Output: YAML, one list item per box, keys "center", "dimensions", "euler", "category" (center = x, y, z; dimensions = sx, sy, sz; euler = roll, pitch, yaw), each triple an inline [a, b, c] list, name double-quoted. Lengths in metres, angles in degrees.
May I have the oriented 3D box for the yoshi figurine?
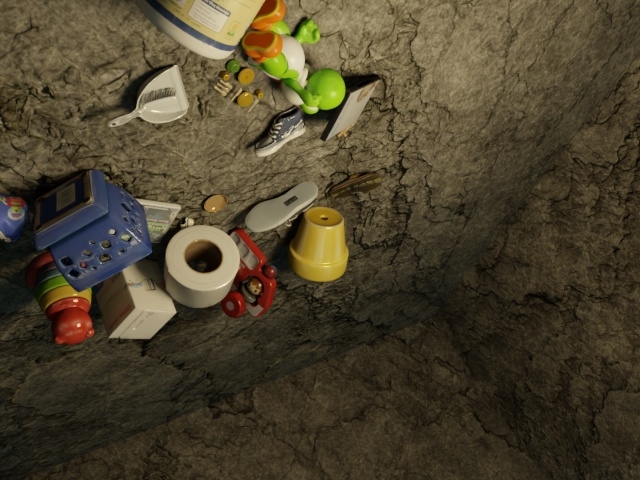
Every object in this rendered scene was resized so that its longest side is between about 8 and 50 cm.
- center: [-0.045, -0.462, 1.272]
  dimensions: [0.203, 0.203, 0.362]
  euler: [-43, 152, 6]
  category: "yoshi figurine"

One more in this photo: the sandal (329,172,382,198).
- center: [0.139, -0.230, 1.923]
  dimensions: [0.219, 0.060, 0.090]
  euler: [-18, 145, 5]
  category: "sandal"

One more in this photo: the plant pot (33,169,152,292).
- center: [-0.630, -0.042, 1.303]
  dimensions: [0.236, 0.236, 0.212]
  euler: [-30, 135, -2]
  category: "plant pot"

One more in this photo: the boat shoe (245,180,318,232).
- center: [-0.142, -0.111, 1.782]
  dimensions: [0.306, 0.113, 0.105]
  euler: [-38, 160, -22]
  category: "boat shoe"

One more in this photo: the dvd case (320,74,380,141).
- center: [0.097, -0.420, 1.507]
  dimensions: [0.253, 0.022, 0.180]
  euler: [-44, 170, -52]
  category: "dvd case"

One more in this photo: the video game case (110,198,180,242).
- center: [-0.572, -0.061, 1.540]
  dimensions: [0.190, 0.022, 0.173]
  euler: [5, 134, -47]
  category: "video game case"

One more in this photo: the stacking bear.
- center: [-0.772, 0.185, 1.449]
  dimensions: [0.175, 0.289, 0.164]
  euler: [-6, 141, -38]
  category: "stacking bear"

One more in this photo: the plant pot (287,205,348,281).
- center: [0.000, 0.000, 1.966]
  dimensions: [0.254, 0.254, 0.239]
  euler: [-13, 129, -30]
  category: "plant pot"

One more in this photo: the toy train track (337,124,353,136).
- center: [0.091, -0.394, 1.672]
  dimensions: [0.083, 0.014, 0.048]
  euler: [-40, 143, 3]
  category: "toy train track"

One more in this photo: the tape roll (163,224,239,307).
- center: [-0.413, 0.091, 1.651]
  dimensions: [0.246, 0.246, 0.169]
  euler: [-15, 158, -28]
  category: "tape roll"

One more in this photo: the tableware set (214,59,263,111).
- center: [-0.218, -0.430, 1.323]
  dimensions: [0.104, 0.024, 0.154]
  euler: [-45, 147, 16]
  category: "tableware set"

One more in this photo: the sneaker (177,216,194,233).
- center: [-0.473, -0.050, 1.648]
  dimensions: [0.037, 0.032, 0.083]
  euler: [30, 116, -35]
  category: "sneaker"

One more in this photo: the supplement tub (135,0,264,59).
- center: [-0.201, -0.554, 0.944]
  dimensions: [0.228, 0.228, 0.316]
  euler: [9, 131, -49]
  category: "supplement tub"

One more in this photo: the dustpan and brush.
- center: [-0.438, -0.341, 1.209]
  dimensions: [0.211, 0.060, 0.147]
  euler: [-24, 149, -15]
  category: "dustpan and brush"

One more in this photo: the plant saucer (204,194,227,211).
- center: [-0.360, -0.131, 1.638]
  dimensions: [0.083, 0.015, 0.083]
  euler: [-23, 149, -15]
  category: "plant saucer"

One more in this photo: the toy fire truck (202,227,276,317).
- center: [-0.289, 0.134, 1.830]
  dimensions: [0.254, 0.302, 0.169]
  euler: [-47, 168, 32]
  category: "toy fire truck"

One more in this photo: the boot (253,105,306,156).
- center: [-0.136, -0.343, 1.493]
  dimensions: [0.190, 0.069, 0.086]
  euler: [-35, 144, -11]
  category: "boot"

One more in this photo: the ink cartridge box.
- center: [-0.642, 0.199, 1.647]
  dimensions: [0.171, 0.232, 0.168]
  euler: [-43, 148, 20]
  category: "ink cartridge box"

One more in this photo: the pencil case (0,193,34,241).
- center: [-0.874, -0.066, 1.142]
  dimensions: [0.119, 0.133, 0.306]
  euler: [-39, 150, 31]
  category: "pencil case"
